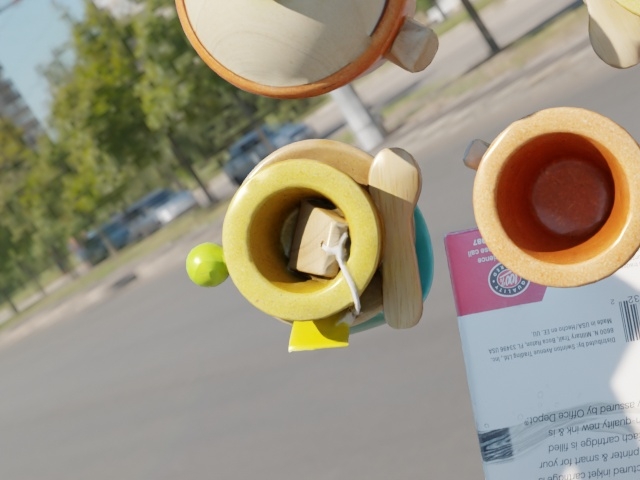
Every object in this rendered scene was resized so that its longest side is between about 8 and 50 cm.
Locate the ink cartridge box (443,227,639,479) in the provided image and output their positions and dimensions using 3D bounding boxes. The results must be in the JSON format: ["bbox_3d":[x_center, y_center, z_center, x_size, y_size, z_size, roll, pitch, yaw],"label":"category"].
[{"bbox_3d":[0.190,0.096,0.929,0.172,0.237,0.100,-12,-6,26],"label":"ink cartridge box"}]

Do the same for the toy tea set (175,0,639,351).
[{"bbox_3d":[0.089,-0.066,0.583,0.336,0.200,0.124,-8,1,15],"label":"toy tea set"}]

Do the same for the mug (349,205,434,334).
[{"bbox_3d":[0.007,0.000,1.196,0.097,0.157,0.129,-23,9,40],"label":"mug"}]
